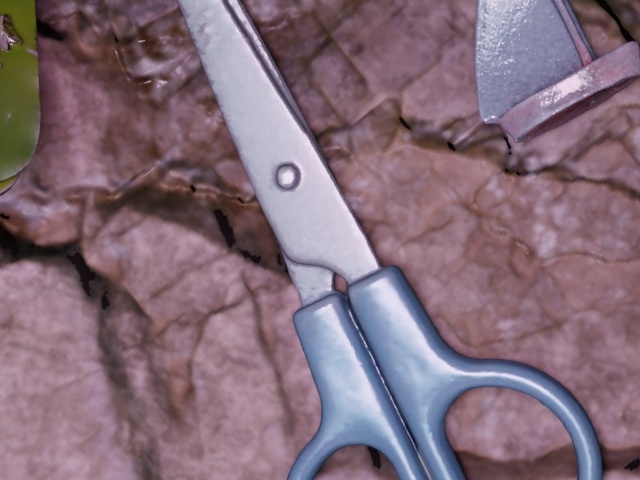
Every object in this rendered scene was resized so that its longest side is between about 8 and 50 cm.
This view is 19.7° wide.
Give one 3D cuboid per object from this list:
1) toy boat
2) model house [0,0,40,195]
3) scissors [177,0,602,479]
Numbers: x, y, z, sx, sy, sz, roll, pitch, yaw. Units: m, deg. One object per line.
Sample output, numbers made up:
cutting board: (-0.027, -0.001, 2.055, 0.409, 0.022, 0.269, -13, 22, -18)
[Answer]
toy boat: (0.115, -0.124, 1.038, 0.096, 0.034, 0.122, -29, 79, 13)
model house: (-0.319, -0.093, 1.023, 0.154, 0.293, 0.207, -45, 42, 46)
scissors: (0.000, 0.000, 1.067, 0.192, 0.029, 0.447, -26, 89, 12)
